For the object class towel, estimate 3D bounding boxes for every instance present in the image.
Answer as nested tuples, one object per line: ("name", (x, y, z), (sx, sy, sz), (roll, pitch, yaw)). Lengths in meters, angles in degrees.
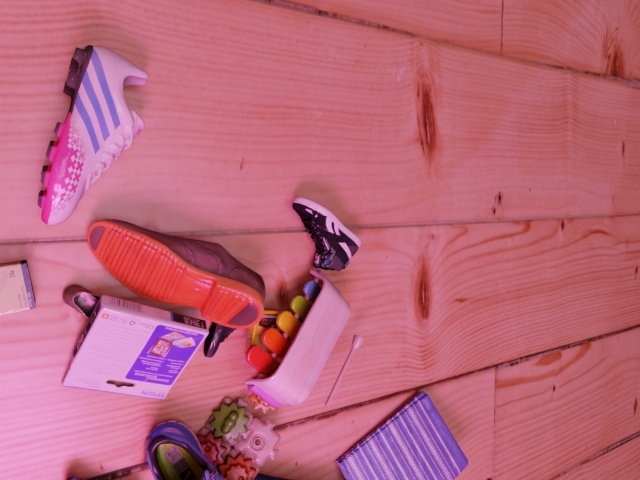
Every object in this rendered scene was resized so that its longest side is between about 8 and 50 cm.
("towel", (0.230, 0.603, 1.297), (0.336, 0.040, 0.243), (-29, 84, -25))

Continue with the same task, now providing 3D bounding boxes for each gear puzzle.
("gear puzzle", (-0.183, 0.450, 1.038), (0.176, 0.044, 0.338), (38, 73, -2))

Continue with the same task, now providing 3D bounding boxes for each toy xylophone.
("toy xylophone", (-0.022, 0.239, 1.082), (0.322, 0.081, 0.236), (-52, 126, -30))

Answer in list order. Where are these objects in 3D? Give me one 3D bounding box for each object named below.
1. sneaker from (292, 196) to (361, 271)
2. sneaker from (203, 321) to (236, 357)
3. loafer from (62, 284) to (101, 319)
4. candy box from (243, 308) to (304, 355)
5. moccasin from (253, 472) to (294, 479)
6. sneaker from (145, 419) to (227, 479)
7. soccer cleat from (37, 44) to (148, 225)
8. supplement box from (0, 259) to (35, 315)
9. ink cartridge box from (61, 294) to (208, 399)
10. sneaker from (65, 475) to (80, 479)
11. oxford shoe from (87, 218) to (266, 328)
("sneaker", (0.000, 0.000, 1.126), (0.217, 0.079, 0.121), (37, 74, -30))
("sneaker", (-0.190, 0.179, 1.043), (0.089, 0.051, 0.170), (20, 81, -28))
("loafer", (-0.416, 0.135, 0.902), (0.148, 0.050, 0.056), (33, 78, -28))
("candy box", (-0.082, 0.214, 1.101), (0.206, 0.027, 0.105), (11, 91, -45))
("moccasin", (-0.051, 0.648, 1.135), (0.342, 0.138, 0.116), (24, 72, -17))
("sneaker", (-0.232, 0.503, 0.920), (0.130, 0.147, 0.330), (-42, 85, -16))
("soccer cleat", (-0.397, -0.178, 0.848), (0.143, 0.116, 0.330), (15, 86, -31))
("supplement box", (-0.544, 0.082, 0.817), (0.083, 0.056, 0.083), (-12, 100, -30))
("ink cartridge box", (-0.358, 0.215, 0.923), (0.206, 0.045, 0.208), (22, 113, -32))
("sneaker", (-0.406, 0.513, 0.937), (0.221, 0.083, 0.087), (50, 56, -30))
("oxford shoe", (-0.278, 0.051, 0.958), (0.364, 0.132, 0.130), (31, 120, -18))
